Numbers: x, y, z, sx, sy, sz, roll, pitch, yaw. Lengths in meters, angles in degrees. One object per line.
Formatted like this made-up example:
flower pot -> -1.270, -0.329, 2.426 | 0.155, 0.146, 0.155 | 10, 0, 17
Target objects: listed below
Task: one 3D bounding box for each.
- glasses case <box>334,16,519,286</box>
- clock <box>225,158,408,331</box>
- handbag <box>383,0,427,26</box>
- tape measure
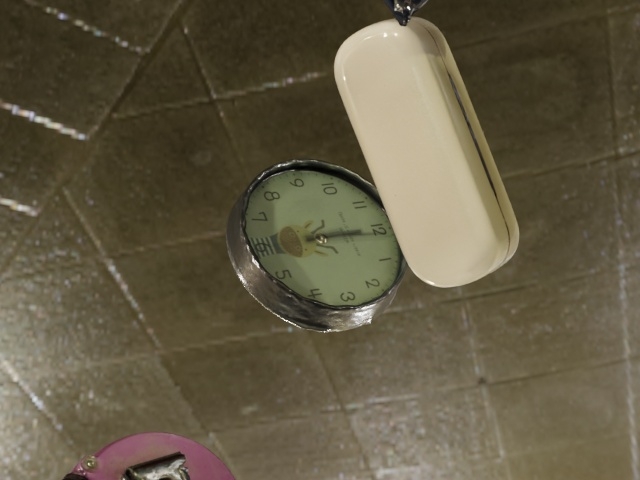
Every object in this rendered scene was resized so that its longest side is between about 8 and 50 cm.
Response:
glasses case -> 0.076, -0.063, 0.815 | 0.083, 0.050, 0.196 | -18, 95, 36
clock -> 0.000, 0.000, 1.108 | 0.184, 0.184, 0.040 | 11, 144, -17
handbag -> 0.014, -0.322, 0.744 | 0.118, 0.326, 0.269 | -27, 128, -4
tape measure -> -0.098, 0.175, 0.654 | 0.118, 0.125, 0.074 | -13, 161, -39
